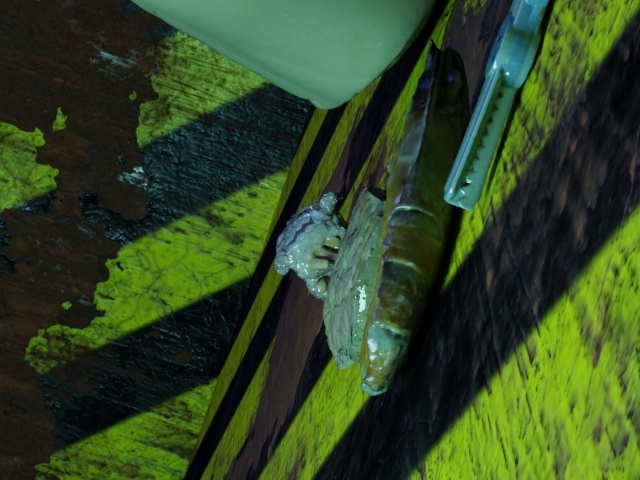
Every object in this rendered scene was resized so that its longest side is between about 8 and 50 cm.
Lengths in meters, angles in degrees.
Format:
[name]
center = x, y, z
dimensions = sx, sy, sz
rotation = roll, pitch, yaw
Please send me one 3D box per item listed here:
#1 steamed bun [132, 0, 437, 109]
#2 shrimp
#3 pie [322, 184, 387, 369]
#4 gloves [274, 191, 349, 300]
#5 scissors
[steamed bun]
center = -0.018, -0.371, 2.080
dimensions = 0.290, 0.371, 0.456
rotation = -51, 18, 26
[shrimp]
center = 0.076, -0.016, 1.537
dimensions = 0.164, 0.062, 0.317
rotation = 113, 171, -67
[pie]
center = 0.042, 0.034, 1.756
dimensions = 0.218, 0.052, 0.185
rotation = -121, 50, -81
[gloves]
center = -0.003, 0.007, 2.150
dimensions = 0.110, 0.094, 0.144
rotation = -62, -6, -15
[scissors]
center = 0.146, -0.146, 1.381
dimensions = 0.125, 0.030, 0.256
rotation = -118, 48, -85
